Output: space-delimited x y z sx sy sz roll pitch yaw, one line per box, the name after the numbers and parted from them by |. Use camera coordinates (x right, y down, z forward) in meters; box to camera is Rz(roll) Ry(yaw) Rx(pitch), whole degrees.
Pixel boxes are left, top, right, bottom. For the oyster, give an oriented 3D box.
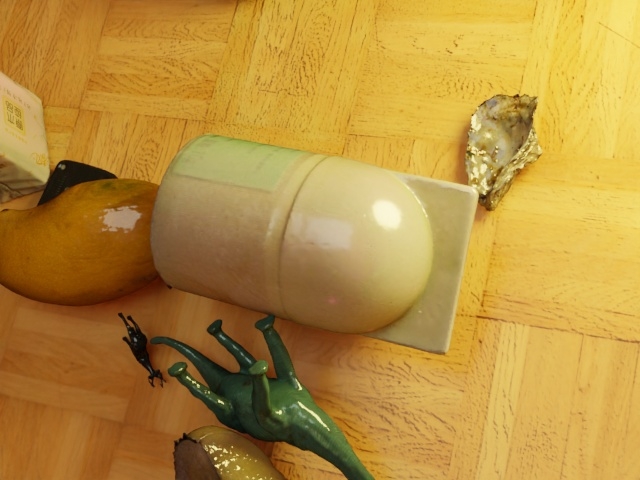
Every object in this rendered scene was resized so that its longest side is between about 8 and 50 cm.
0.258 -0.126 1.286 0.106 0.056 0.177 -1 72 31 | oyster

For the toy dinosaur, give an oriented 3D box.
-0.056 0.270 1.262 0.129 0.330 0.384 -43 23 -30 | toy dinosaur

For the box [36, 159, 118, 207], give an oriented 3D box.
-0.408 -0.069 1.514 0.126 0.027 0.125 17 79 23 | box

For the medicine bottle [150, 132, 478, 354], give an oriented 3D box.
0.000 0.000 1.233 0.406 0.236 0.235 13 78 22 | medicine bottle

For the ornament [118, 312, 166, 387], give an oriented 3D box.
-0.267 0.169 1.365 0.028 0.073 0.125 -24 57 -22 | ornament

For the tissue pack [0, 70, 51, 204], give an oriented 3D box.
-0.557 -0.191 1.495 0.124 0.225 0.184 -18 69 13 | tissue pack

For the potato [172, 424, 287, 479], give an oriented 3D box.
-0.107 0.359 1.230 0.138 0.098 0.243 -40 77 49 | potato

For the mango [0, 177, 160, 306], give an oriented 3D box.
-0.364 0.008 1.405 0.360 0.144 0.186 -16 85 16 | mango
